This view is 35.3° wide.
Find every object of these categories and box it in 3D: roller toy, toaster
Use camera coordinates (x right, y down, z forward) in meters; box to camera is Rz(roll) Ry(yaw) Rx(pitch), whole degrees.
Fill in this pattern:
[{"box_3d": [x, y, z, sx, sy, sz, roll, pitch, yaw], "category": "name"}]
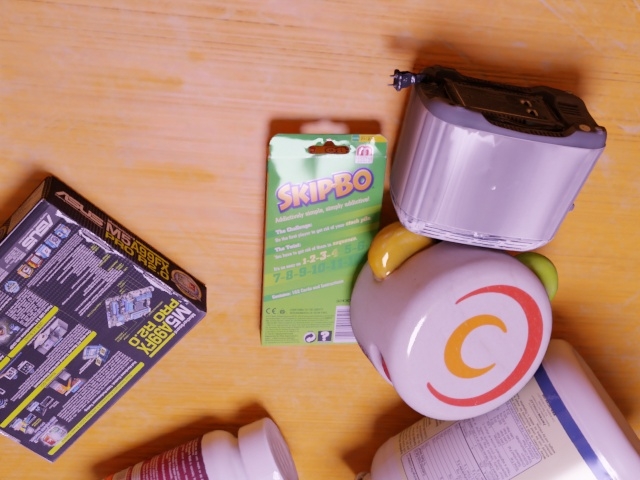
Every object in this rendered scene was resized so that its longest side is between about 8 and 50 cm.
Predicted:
[{"box_3d": [0.133, 0.081, 1.082, 0.209, 0.146, 0.191, 8, 110, -27], "category": "roller toy"}, {"box_3d": [0.162, -0.081, 1.014, 0.227, 0.129, 0.146, 8, 120, -14], "category": "toaster"}]

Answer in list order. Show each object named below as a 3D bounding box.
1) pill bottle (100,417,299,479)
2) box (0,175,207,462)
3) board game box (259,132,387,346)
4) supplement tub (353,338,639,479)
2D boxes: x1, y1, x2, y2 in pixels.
[{"box_3d": [-0.144, 0.297, 1.184, 0.221, 0.121, 0.121, -24, 119, 6], "category": "pill bottle"}, {"box_3d": [-0.291, 0.093, 1.086, 0.216, 0.060, 0.270, 38, 108, -25], "category": "box"}, {"box_3d": [0.000, 0.000, 1.089, 0.124, 0.039, 0.259, -1, 122, -9], "category": "board game box"}, {"box_3d": [0.207, 0.290, 1.164, 0.325, 0.235, 0.235, -35, 118, 11], "category": "supplement tub"}]
